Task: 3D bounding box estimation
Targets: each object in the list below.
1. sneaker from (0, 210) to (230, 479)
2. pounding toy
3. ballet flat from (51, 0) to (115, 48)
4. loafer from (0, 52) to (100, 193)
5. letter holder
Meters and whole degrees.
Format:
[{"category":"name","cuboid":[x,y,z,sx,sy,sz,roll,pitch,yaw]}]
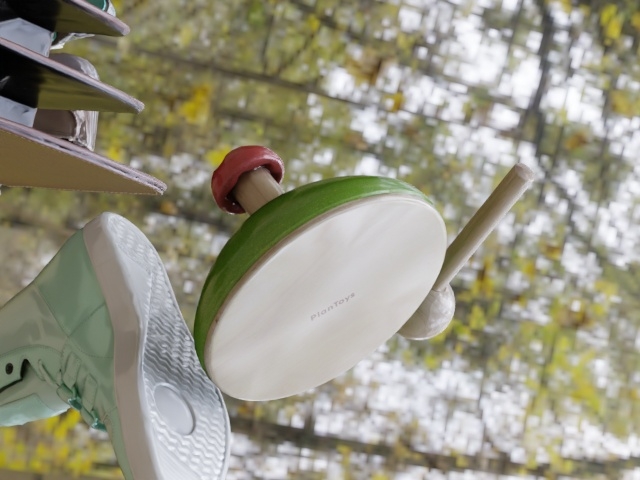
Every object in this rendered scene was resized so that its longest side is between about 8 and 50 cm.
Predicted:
[{"category":"sneaker","cuboid":[-0.154,0.114,1.054,0.151,0.094,0.256,-40,-136,16]},{"category":"pounding toy","cuboid":[0.000,0.000,1.039,0.110,0.236,0.183,52,-44,31]},{"category":"ballet flat","cuboid":[-0.251,-0.205,1.519,0.041,0.114,0.041,-17,90,-78]},{"category":"loafer","cuboid":[-0.418,-0.102,1.749,0.134,0.365,0.130,72,-1,-63]},{"category":"letter holder","cuboid":[-0.265,-0.143,1.200,0.214,0.302,0.152,7,-98,37]}]
